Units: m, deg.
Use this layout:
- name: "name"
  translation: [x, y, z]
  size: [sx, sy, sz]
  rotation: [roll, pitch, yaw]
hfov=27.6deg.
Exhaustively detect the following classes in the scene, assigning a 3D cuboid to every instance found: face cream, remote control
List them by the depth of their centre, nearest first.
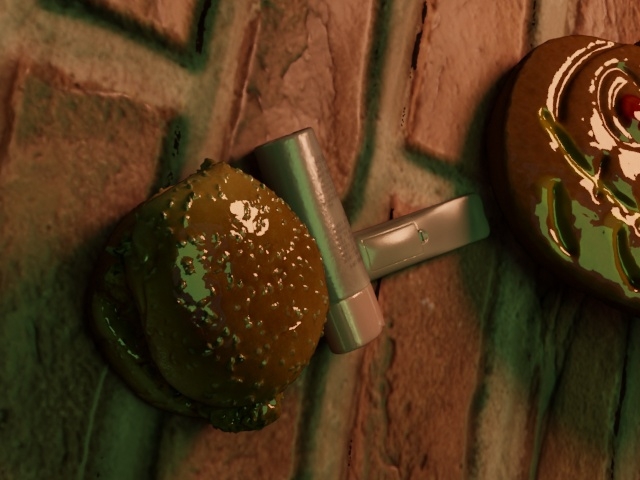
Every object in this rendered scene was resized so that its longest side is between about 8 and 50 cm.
- name: "face cream"
  translation: [0.000, 0.000, 1.165]
  size: [0.084, 0.057, 0.198]
  rotation: [-35, 106, -70]
- name: "remote control"
  translation: [0.098, -0.004, 1.262]
  size: [0.184, 0.027, 0.050]
  rotation: [-19, 94, -38]

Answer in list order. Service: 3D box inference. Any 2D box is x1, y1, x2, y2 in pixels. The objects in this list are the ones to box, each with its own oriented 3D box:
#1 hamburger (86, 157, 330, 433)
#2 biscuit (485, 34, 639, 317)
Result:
- name: "hamburger"
  translation: [-0.078, 0.050, 1.065]
  size: [0.189, 0.122, 0.215]
  rotation: [-39, 108, -36]
- name: "biscuit"
  translation: [0.365, -0.078, 1.368]
  size: [0.394, 0.070, 0.350]
  rotation: [15, 67, -13]
